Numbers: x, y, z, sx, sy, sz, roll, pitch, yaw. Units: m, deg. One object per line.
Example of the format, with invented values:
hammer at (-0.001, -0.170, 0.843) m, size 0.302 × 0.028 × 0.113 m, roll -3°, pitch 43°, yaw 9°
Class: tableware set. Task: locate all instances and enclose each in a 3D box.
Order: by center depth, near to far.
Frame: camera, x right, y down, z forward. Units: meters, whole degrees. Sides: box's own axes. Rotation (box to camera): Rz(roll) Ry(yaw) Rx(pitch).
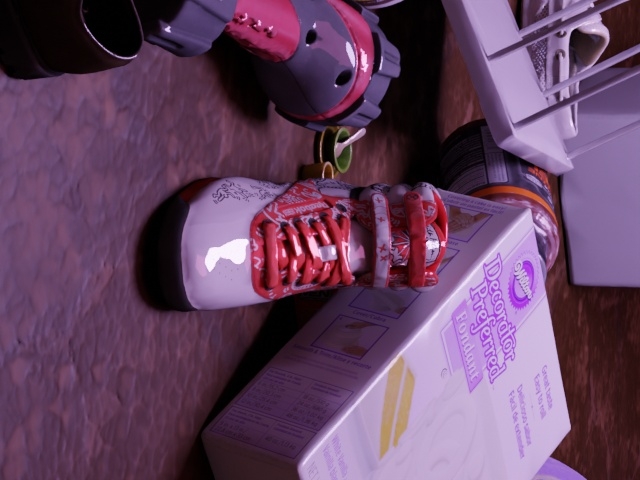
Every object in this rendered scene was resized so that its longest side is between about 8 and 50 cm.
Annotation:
tableware set at (0.009, -0.114, 1.490) m, size 0.104 × 0.024 × 0.154 m, roll 30°, pitch 65°, yaw -64°

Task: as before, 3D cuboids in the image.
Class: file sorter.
file sorter at (0.210, -0.227, 1.641) m, size 0.193 × 0.173 × 0.277 m, roll 14°, pitch 55°, yaw -66°

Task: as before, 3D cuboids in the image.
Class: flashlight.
flashlight at (-0.046, -0.143, 1.265) m, size 0.103 × 0.103 × 0.304 m, roll -61°, pitch 157°, yaw 8°

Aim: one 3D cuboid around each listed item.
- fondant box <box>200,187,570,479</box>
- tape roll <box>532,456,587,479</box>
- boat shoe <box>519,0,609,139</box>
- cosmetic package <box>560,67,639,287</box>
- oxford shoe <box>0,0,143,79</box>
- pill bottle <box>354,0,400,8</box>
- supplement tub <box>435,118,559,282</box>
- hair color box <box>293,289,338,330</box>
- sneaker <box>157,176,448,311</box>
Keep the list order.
fondant box at (0.064, 0.150, 1.453) m, size 0.330 × 0.096 × 0.238 m, roll -46°, pitch 135°, yaw -38°
tape roll at (0.227, 0.306, 1.831) m, size 0.080 × 0.189 × 0.189 m, roll -51°, pitch 173°, yaw 27°
boat shoe at (0.265, -0.218, 1.994) m, size 0.098 × 0.096 × 0.277 m, roll 55°, pitch 43°, yaw -55°
cosmetic package at (0.516, -0.071, 2.145) m, size 0.161 × 0.453 × 0.230 m, roll -51°, pitch 138°, yaw -55°
oxford shoe at (-0.151, -0.188, 1.011) m, size 0.227 × 0.096 × 0.082 m, roll 68°, pitch 35°, yaw -41°
pill bottle at (0.010, -0.262, 1.358) m, size 0.215 × 0.117 × 0.117 m, roll 40°, pitch 56°, yaw -63°
supplement tub at (0.161, -0.022, 1.683) m, size 0.198 × 0.106 × 0.106 m, roll -91°, pitch 169°, yaw -56°
hair color box at (0.017, 0.077, 1.500) m, size 0.072 × 0.043 × 0.141 m, roll -50°, pitch 138°, yaw -55°
sneaker at (0.000, -0.001, 1.322) m, size 0.270 × 0.145 × 0.090 m, roll -13°, pitch 104°, yaw -66°
